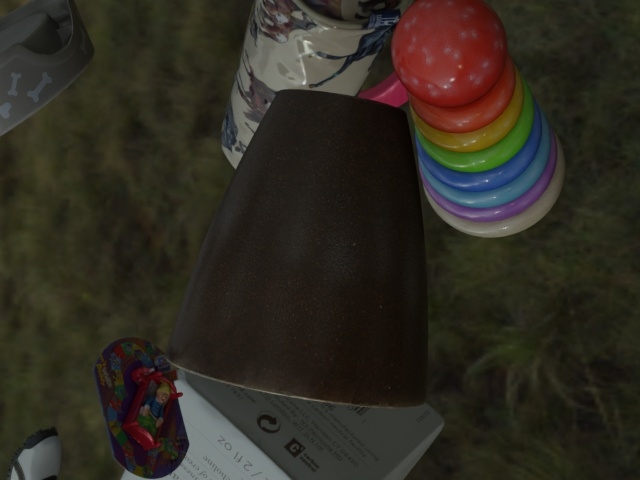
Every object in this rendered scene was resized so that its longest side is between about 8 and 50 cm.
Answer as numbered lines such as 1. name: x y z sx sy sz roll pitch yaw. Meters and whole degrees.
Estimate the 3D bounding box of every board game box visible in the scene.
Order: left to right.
1. board game box: -0.195 0.189 1.340 0.033 0.133 0.168 -21 79 30

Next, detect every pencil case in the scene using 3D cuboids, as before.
1. pencil case: -0.008 -0.212 1.405 0.410 0.184 0.160 118 160 -61

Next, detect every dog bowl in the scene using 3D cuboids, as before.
1. dog bowl: -0.493 -0.242 1.737 0.102 0.349 0.349 57 172 -24

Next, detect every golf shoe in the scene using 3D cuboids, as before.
1. golf shoe: -0.360 0.337 1.496 0.094 0.077 0.198 30 113 30

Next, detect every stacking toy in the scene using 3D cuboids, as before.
1. stacking toy: 0.126 -0.111 0.998 0.330 0.141 0.141 43 -137 -67

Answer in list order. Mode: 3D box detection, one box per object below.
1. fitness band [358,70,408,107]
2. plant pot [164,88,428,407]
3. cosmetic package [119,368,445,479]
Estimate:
1. fitness band: 0.115 -0.316 1.670 0.209 0.054 0.290 22 83 49
2. plant pot: 0.000 0.000 0.943 0.215 0.215 0.230 -168 88 -68
3. cosmetic package: -0.079 0.365 1.841 0.329 0.327 0.393 40 129 15
